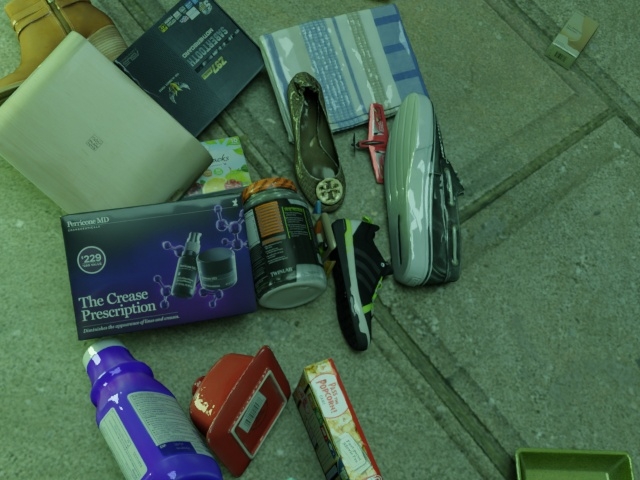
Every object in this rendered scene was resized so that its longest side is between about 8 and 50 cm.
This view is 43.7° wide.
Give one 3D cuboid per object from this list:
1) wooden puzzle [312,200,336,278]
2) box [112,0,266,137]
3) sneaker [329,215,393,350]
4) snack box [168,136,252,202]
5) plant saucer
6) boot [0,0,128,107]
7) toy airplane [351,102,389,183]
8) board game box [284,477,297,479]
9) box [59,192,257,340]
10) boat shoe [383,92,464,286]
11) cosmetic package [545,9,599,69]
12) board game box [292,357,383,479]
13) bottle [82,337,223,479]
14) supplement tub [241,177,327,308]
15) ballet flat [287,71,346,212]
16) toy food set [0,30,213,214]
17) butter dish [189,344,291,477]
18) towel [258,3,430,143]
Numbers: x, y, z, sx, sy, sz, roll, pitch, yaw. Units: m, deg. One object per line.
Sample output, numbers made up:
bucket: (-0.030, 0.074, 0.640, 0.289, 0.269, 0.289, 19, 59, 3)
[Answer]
wooden puzzle: (0.000, 0.000, 1.307, 0.014, 0.078, 0.116, -2, 56, -27)
box: (-0.226, -0.303, 1.389, 0.183, 0.059, 0.232, 46, 64, -14)
sneaker: (0.075, 0.060, 1.285, 0.097, 0.084, 0.234, -2, 65, -12)
snack box: (-0.196, -0.116, 1.348, 0.141, 0.037, 0.100, -12, 66, -15)
plant saucer: (0.380, 0.410, 1.189, 0.188, 0.045, 0.188, 4, 64, -8)
boot: (-0.486, -0.334, 1.363, 0.283, 0.109, 0.220, -34, 75, -24)
toy airplane: (0.128, -0.176, 1.436, 0.151, 0.028, 0.151, 1, 81, -8)
board game box: (0.056, 0.487, 0.999, 0.336, 0.079, 0.253, 29, 51, -16)
box: (-0.240, 0.034, 1.194, 0.261, 0.103, 0.184, -9, 92, -14)
boat shoe: (0.183, -0.083, 1.361, 0.119, 0.121, 0.335, 6, 79, -21)
cosmetic package: (0.508, -0.405, 1.609, 0.060, 0.041, 0.115, 33, 64, 7)
board game box: (0.022, 0.281, 1.133, 0.045, 0.147, 0.193, -18, 69, -17)
bottle: (-0.243, 0.246, 1.090, 0.092, 0.118, 0.283, -52, 52, 9)
supplement tub: (-0.064, 0.003, 1.270, 0.117, 0.117, 0.190, -8, 66, -13)
ballet flat: (-0.007, -0.171, 1.368, 0.084, 0.058, 0.250, -8, 83, -19)
toy food set: (-0.352, -0.150, 1.263, 0.306, 0.092, 0.220, 42, 82, -8)
butter dish: (-0.133, 0.231, 1.148, 0.118, 0.160, 0.160, 20, 61, 26)
towel: (0.044, -0.306, 1.452, 0.285, 0.034, 0.209, -19, 89, -18)
